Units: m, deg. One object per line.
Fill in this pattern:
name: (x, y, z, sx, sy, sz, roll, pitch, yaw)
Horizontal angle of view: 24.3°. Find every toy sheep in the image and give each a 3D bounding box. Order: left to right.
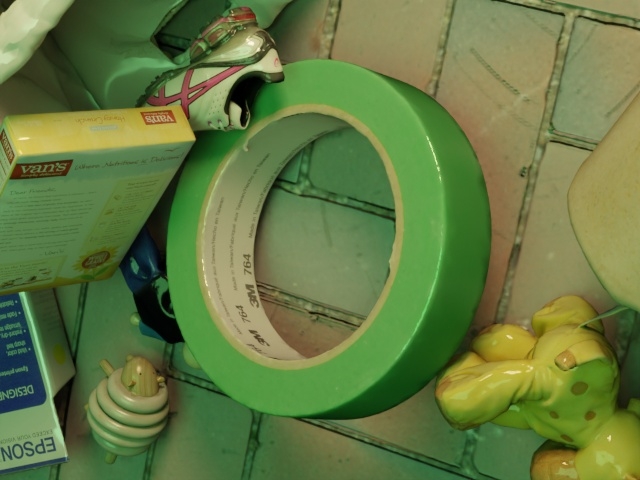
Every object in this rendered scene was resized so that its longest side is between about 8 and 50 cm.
toy sheep: (-0.197, 0.174, 1.511, 0.091, 0.091, 0.132, 30, 122, 18)

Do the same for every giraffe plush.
giraffe plush: (0.221, 0.154, 1.276, 0.210, 0.181, 0.170, -20, 101, 40)

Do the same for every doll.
doll: (-0.161, 0.047, 1.489, 0.129, 0.046, 0.189, -36, 84, 48)

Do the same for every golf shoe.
golf shoe: (-0.108, -0.126, 1.353, 0.186, 0.067, 0.086, -42, 74, 36)

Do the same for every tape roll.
tape roll: (0.000, 0.000, 1.340, 0.321, 0.077, 0.321, -8, 77, 39)

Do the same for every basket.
basket: (-0.229, -0.261, 1.335, 0.328, 0.331, 0.266, -41, 74, 23)

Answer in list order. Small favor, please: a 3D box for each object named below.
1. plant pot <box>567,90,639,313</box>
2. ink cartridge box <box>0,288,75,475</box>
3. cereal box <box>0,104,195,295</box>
plant pot: (0.365, -0.064, 1.114, 0.334, 0.334, 0.305, 49, 124, 11)
ink cartridge box: (-0.417, 0.110, 1.612, 0.303, 0.072, 0.307, -14, 93, 24)
cereal box: (-0.235, -0.032, 1.357, 0.240, 0.173, 0.047, -52, 55, 46)
